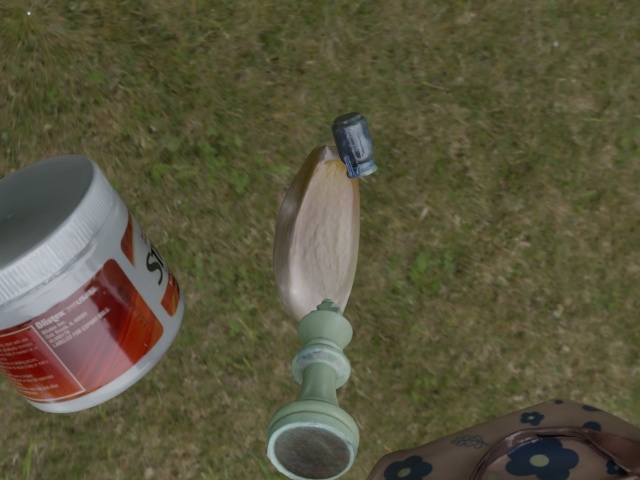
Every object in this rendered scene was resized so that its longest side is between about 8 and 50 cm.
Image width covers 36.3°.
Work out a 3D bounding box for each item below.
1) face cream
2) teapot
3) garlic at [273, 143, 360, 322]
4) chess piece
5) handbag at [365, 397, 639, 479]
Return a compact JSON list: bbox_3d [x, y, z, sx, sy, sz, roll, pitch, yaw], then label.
[{"bbox_3d":[-0.263,0.044,0.988,0.201,0.201,0.187,-34,123,-7],"label":"face cream"},{"bbox_3d":[0.048,-0.125,1.298,0.049,0.063,0.083,-20,108,-4],"label":"teapot"},{"bbox_3d":[-0.008,0.003,1.485,0.143,0.112,0.318,-9,120,-36],"label":"garlic"},{"bbox_3d":[-0.001,0.090,0.661,0.059,0.149,0.059,2,125,3],"label":"chess piece"},{"bbox_3d":[0.184,0.259,0.851,0.251,0.193,0.190,-15,91,-12],"label":"handbag"}]
